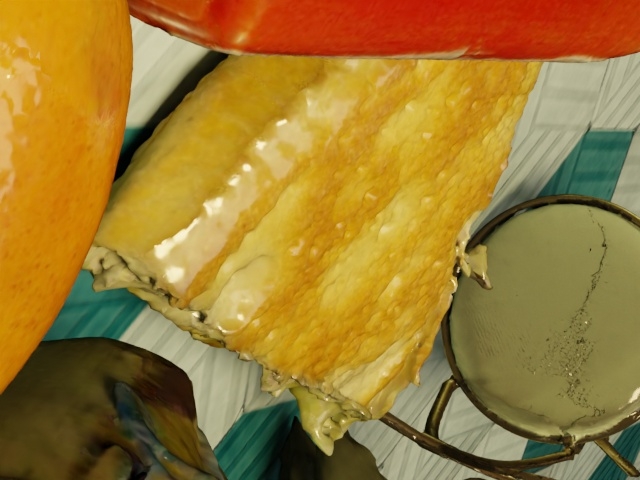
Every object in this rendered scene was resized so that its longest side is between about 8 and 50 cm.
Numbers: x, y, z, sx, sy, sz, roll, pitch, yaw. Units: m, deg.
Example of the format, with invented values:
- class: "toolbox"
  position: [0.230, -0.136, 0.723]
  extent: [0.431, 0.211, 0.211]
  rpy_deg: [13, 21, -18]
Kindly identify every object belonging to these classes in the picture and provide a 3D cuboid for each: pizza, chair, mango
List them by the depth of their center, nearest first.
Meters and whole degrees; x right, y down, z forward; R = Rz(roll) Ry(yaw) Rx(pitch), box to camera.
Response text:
- class: "mango"
  position: [-0.125, -0.009, 0.484]
  extent: [0.217, 0.102, 0.141]
  rpy_deg: [-61, 152, 4]
- class: "pizza"
  position: [0.000, 0.000, 0.813]
  extent: [0.280, 0.075, 0.288]
  rpy_deg: [-37, 149, -31]
- class: "chair"
  position: [0.135, 0.056, 1.074]
  extent: [0.170, 0.159, 0.325]
  rpy_deg: [-60, 160, 1]

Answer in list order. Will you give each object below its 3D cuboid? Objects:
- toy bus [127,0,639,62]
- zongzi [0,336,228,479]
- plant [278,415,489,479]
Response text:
- class: "toy bus"
  position: [0.034, -0.119, 0.600]
  extent: [0.265, 0.120, 0.121]
  rpy_deg: [-5, 125, -48]
- class: "zongzi"
  position: [-0.090, 0.249, 0.581]
  extent: [0.356, 0.174, 0.393]
  rpy_deg: [-68, 144, -62]
- class: "plant"
  position: [-0.006, 0.253, 0.962]
  extent: [0.312, 0.215, 0.213]
  rpy_deg: [-56, 164, -9]
